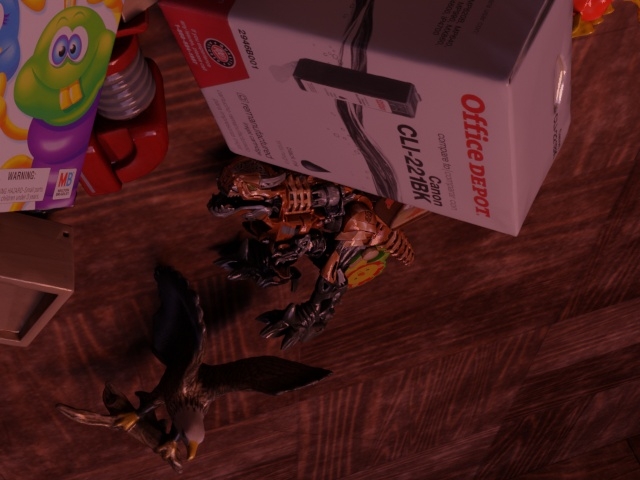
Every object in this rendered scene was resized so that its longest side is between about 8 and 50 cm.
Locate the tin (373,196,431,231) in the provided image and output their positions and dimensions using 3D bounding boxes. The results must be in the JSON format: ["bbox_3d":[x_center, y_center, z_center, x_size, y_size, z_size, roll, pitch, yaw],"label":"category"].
[{"bbox_3d":[0.125,-0.067,1.103,0.106,0.040,0.189,-56,164,27],"label":"tin"}]

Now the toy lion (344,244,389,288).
[{"bbox_3d":[0.058,0.033,1.302,0.100,0.034,0.096,-41,152,29],"label":"toy lion"}]

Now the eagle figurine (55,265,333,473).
[{"bbox_3d":[-0.149,0.173,1.202,0.226,0.225,0.298,2,136,-52],"label":"eagle figurine"}]

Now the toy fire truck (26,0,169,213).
[{"bbox_3d":[-0.163,-0.156,0.766,0.246,0.159,0.217,-12,150,3],"label":"toy fire truck"}]

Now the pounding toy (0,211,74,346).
[{"bbox_3d":[-0.385,0.038,0.967,0.206,0.094,0.181,15,139,-34],"label":"pounding toy"}]

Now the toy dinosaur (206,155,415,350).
[{"bbox_3d":[0.000,0.000,1.106,0.321,0.164,0.218,25,112,-25],"label":"toy dinosaur"}]

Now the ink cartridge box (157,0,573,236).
[{"bbox_3d":[0.043,-0.130,0.725,0.272,0.114,0.197,17,156,22],"label":"ink cartridge box"}]

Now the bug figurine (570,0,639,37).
[{"bbox_3d":[0.182,-0.223,0.800,0.216,0.279,0.072,-46,117,-30],"label":"bug figurine"}]

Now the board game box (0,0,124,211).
[{"bbox_3d":[-0.204,-0.168,0.540,0.142,0.144,0.275,-11,122,-63],"label":"board game box"}]
